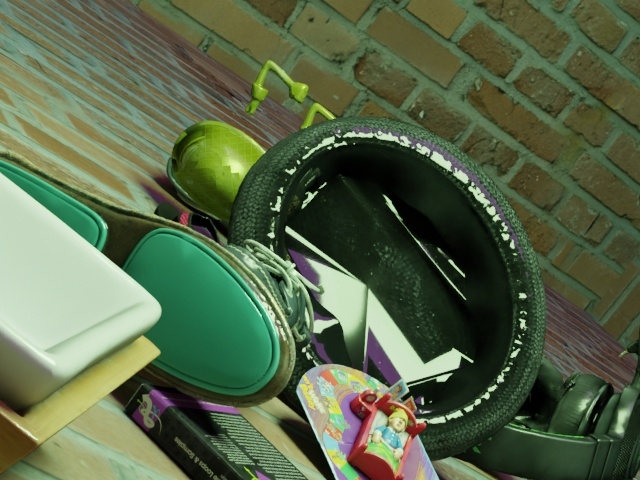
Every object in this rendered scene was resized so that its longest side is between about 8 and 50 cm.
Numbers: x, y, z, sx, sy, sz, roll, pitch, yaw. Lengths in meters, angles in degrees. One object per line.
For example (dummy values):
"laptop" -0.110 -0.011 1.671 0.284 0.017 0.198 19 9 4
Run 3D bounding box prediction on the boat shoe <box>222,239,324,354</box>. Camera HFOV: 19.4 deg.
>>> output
"boat shoe" -0.047 0.053 1.521 0.095 0.079 0.254 43 -12 22

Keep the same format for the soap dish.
"soap dish" -0.220 0.033 1.029 0.229 0.118 0.291 38 8 2

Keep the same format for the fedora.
"fedora" 0.047 0.055 1.764 0.334 0.334 0.152 37 -25 -4

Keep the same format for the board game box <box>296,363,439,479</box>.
"board game box" 0.053 0.163 1.576 0.133 0.033 0.168 11 43 -45

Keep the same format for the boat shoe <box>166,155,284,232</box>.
"boat shoe" -0.043 -0.011 2.103 0.319 0.116 0.099 37 17 21

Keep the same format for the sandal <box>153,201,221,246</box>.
"sandal" -0.123 0.001 1.893 0.067 0.040 0.179 34 9 -27

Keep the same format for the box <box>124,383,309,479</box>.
"box" -0.053 0.165 1.334 0.162 0.029 0.116 40 9 25

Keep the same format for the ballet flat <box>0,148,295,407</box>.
"ballet flat" -0.139 0.027 1.395 0.316 0.107 0.106 33 -6 19

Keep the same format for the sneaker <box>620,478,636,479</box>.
"sneaker" 0.236 0.252 1.739 0.121 0.079 0.217 40 28 2

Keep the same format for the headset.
"headset" 0.243 0.159 1.946 0.243 0.185 0.394 23 11 40

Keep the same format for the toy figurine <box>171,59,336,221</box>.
"toy figurine" 0.000 0.000 1.929 0.362 0.191 0.217 44 16 -4
